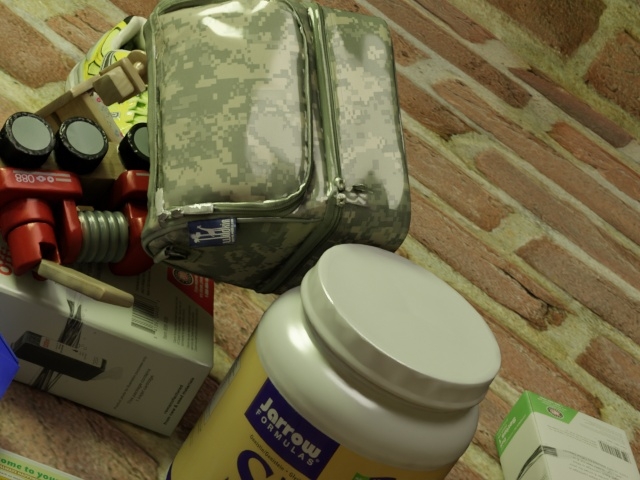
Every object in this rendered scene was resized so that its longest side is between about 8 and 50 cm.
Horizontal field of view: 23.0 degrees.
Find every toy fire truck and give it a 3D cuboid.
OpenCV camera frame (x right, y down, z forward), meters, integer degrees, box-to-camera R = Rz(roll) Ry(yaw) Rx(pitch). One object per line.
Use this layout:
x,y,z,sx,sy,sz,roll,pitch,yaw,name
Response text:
-0.234,-0.008,1.643,0.217,0.158,0.246,3,57,-34,toy fire truck

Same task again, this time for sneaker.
-0.261,-0.173,2.130,0.145,0.147,0.384,16,31,-32,sneaker

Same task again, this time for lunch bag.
-0.064,-0.100,1.641,0.256,0.212,0.305,8,62,-24,lunch bag

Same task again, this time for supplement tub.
0.008,0.193,1.568,0.241,0.331,0.241,25,27,-14,supplement tub

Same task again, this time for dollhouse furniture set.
-0.187,-0.079,1.918,0.174,0.355,0.303,-42,104,-44,dollhouse furniture set

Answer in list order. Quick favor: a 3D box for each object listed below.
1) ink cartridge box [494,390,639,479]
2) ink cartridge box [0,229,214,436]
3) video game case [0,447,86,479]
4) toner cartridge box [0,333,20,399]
0.320,0.309,1.975,0.160,0.092,0.219,24,27,-16,ink cartridge box
-0.262,0.075,1.729,0.273,0.114,0.197,24,28,-17,ink cartridge box
-0.270,0.278,1.470,0.212,0.023,0.193,24,27,-15,video game case
-0.391,0.150,1.402,0.165,0.075,0.348,60,21,-20,toner cartridge box
